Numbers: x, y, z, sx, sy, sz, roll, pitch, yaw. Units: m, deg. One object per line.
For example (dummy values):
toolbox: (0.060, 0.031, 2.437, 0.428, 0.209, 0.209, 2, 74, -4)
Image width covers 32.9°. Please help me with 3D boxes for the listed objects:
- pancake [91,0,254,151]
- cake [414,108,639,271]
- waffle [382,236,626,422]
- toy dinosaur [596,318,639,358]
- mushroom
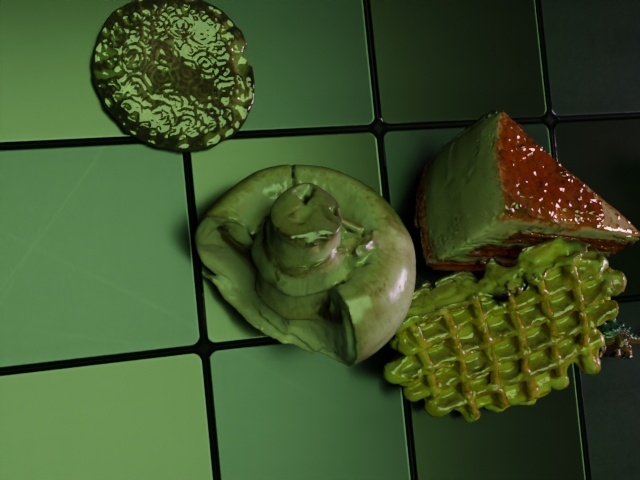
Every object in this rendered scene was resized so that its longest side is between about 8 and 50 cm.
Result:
pancake: (-0.169, -0.199, 1.275, 0.199, 0.021, 0.199, 2, 85, -19)
cake: (0.250, -0.006, 1.312, 0.262, 0.158, 0.160, 36, 49, -14)
waffle: (0.223, 0.103, 1.306, 0.309, 0.065, 0.283, 16, 117, -30)
toy dinosaur: (0.386, 0.129, 1.433, 0.154, 0.049, 0.055, -2, 84, -15)
mushroom: (0.000, 0.000, 1.215, 0.253, 0.195, 0.189, 29, 55, 17)
